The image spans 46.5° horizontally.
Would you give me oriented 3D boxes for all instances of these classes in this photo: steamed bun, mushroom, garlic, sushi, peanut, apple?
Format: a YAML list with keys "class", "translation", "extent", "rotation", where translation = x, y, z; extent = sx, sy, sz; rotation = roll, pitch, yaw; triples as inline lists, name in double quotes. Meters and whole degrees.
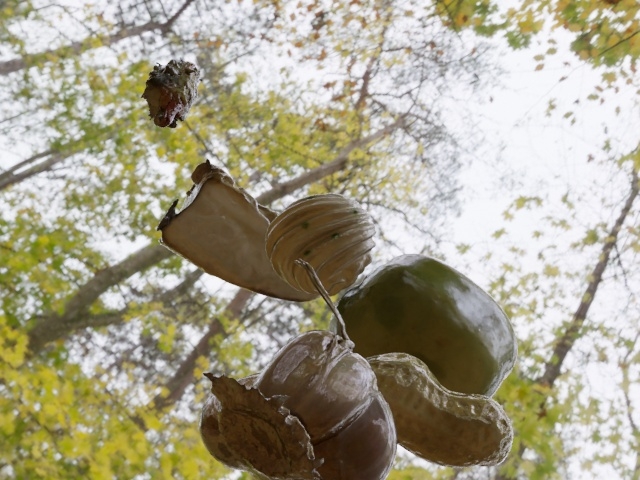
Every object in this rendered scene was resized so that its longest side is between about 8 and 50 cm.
- class: "steamed bun"
  translation: [0.000, 0.000, 1.192]
  extent: [0.182, 0.183, 0.106]
  rotation: [26, -18, 22]
- class: "mushroom"
  translation: [-0.163, 0.017, 1.724]
  extent: [0.397, 0.224, 0.313]
  rotation: [31, -13, -8]
- class: "garlic"
  translation: [-0.031, 0.138, 0.753]
  extent: [0.207, 0.207, 0.257]
  rotation: [-11, -101, 41]
- class: "sushi"
  translation: [-0.297, -0.304, 1.494]
  extent: [0.103, 0.226, 0.097]
  rotation: [18, -51, -10]
- class: "peanut"
  translation: [0.134, 0.226, 1.002]
  extent: [0.274, 0.125, 0.111]
  rotation: [22, -18, -7]
- class: "apple"
  translation: [0.183, 0.200, 1.406]
  extent: [0.357, 0.357, 0.358]
  rotation: [19, -53, 27]

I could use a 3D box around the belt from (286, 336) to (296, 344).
- class: "belt"
  translation: [-0.023, 0.458, 1.890]
  extent: [0.173, 0.437, 0.300]
  rotation: [2, -28, -11]
